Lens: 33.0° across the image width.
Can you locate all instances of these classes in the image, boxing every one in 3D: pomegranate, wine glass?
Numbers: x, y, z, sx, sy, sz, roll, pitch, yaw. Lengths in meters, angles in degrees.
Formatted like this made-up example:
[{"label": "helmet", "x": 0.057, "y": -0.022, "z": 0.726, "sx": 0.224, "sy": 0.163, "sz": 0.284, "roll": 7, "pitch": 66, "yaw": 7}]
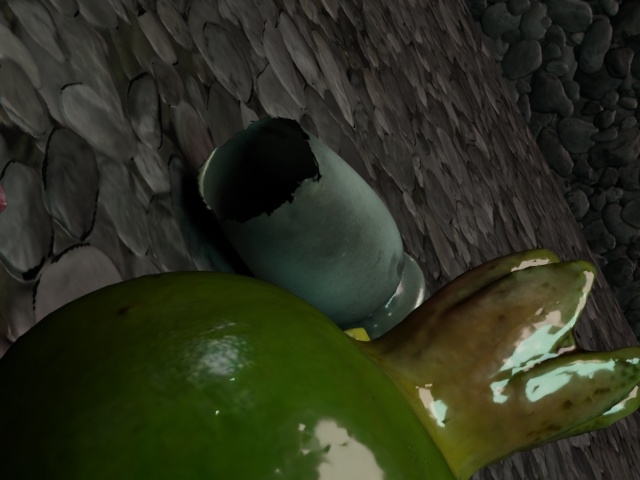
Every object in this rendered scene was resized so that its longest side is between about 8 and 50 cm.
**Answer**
[{"label": "pomegranate", "x": -0.004, "y": 0.102, "z": 0.443, "sx": 0.236, "sy": 0.302, "sz": 0.236, "roll": 57, "pitch": -5, "yaw": 8}, {"label": "wine glass", "x": 0.000, "y": 0.000, "z": 0.816, "sx": 0.204, "sy": 0.111, "sz": 0.111, "roll": 50, "pitch": 25, "yaw": -47}]

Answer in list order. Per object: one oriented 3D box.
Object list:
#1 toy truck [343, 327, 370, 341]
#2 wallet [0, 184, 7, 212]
[{"label": "toy truck", "x": 0.052, "y": 0.199, "z": 0.732, "sx": 0.136, "sy": 0.111, "sz": 0.286, "roll": -19, "pitch": 88, "yaw": -60}, {"label": "wallet", "x": -0.224, "y": -0.067, "z": 0.452, "sx": 0.232, "sy": 0.025, "sz": 0.119, "roll": 0, "pitch": 68, "yaw": -68}]
